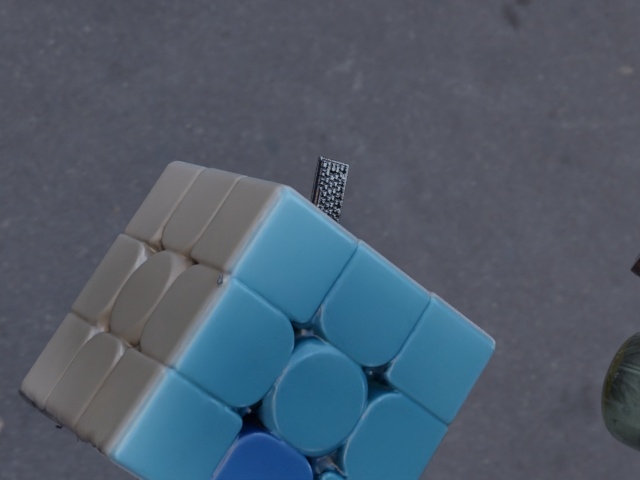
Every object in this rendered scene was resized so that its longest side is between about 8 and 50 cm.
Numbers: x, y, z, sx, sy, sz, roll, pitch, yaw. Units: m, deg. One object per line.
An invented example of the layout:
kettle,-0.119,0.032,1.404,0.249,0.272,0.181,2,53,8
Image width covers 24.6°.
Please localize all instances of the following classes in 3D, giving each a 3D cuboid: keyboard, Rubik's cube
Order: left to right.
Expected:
Rubik's cube,-0.067,0.126,1.424,0.290,0.291,0.291,38,78,-26
keyboard,0.000,0.000,1.764,0.064,0.010,0.198,13,86,-53

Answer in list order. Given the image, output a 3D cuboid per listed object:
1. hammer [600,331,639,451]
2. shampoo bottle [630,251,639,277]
hammer,0.334,0.065,1.242,0.113,0.202,0.305,-36,129,-42
shampoo bottle,0.529,0.083,1.971,0.236,0.067,0.068,35,74,9
